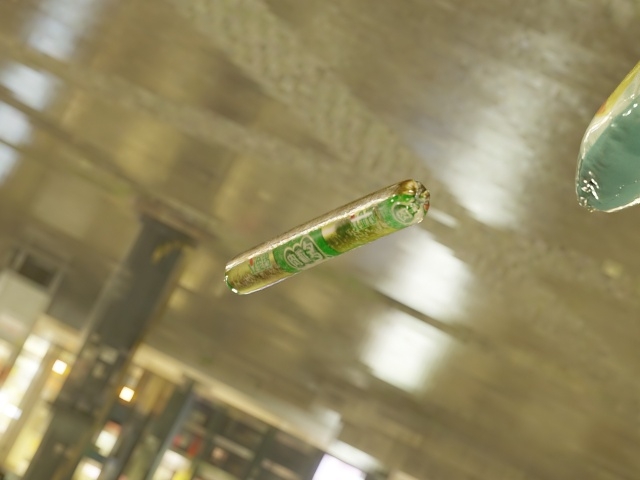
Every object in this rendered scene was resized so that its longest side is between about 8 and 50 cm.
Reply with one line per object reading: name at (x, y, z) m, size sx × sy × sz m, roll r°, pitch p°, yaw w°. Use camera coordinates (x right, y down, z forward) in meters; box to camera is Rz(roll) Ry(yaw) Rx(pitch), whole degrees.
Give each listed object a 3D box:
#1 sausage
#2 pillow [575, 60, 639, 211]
sausage at (0.000, 0.000, 1.383) m, size 0.033 × 0.033 × 0.269 m, roll 30°, pitch 152°, yaw -23°
pillow at (0.290, -0.091, 1.419) m, size 0.086 × 0.233 × 0.214 m, roll 58°, pitch 142°, yaw 23°
